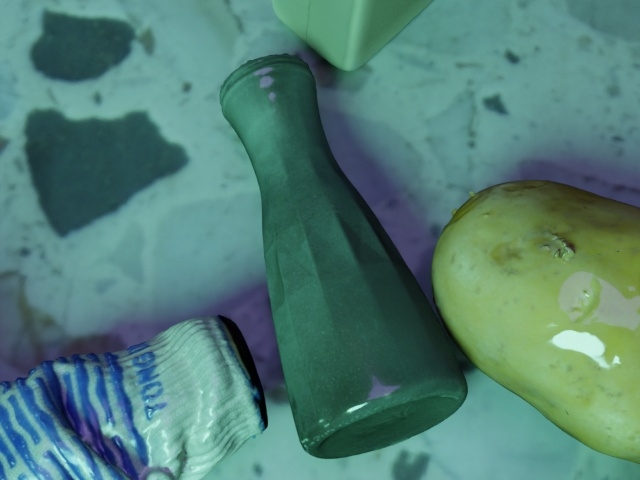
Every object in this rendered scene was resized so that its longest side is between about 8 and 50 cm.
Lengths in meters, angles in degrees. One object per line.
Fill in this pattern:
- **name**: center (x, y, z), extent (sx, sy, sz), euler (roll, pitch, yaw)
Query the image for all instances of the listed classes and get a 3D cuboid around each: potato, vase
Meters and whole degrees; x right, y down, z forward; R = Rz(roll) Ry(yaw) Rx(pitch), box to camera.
- **potato**: center (0.138, 0.036, 0.457), extent (0.178, 0.109, 0.118), euler (30, 91, 16)
- **vase**: center (0.000, 0.000, 0.489), extent (0.086, 0.086, 0.214), euler (-17, 64, -7)

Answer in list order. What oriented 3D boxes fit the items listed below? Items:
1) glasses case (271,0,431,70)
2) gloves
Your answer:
- **glasses case**: center (0.042, -0.212, 0.446), extent (0.070, 0.313, 0.131), euler (41, 73, 11)
- **gloves**: center (-0.135, 0.106, 0.444), extent (0.229, 0.097, 0.119), euler (-32, 38, -5)
